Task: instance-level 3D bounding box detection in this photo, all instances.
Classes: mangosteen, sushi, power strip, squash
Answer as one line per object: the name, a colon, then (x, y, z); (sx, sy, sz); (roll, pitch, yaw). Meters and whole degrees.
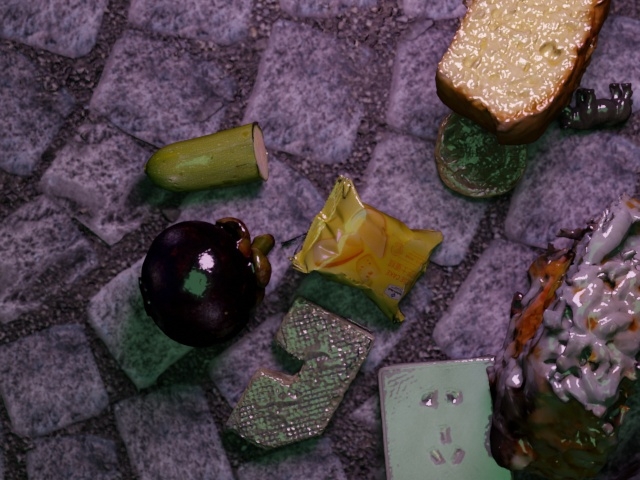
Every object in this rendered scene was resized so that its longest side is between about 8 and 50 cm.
mangosteen: (-0.159, 0.056, 1.520); (0.230, 0.194, 0.194); (-20, 92, -22)
sushi: (0.362, 0.124, 1.373); (0.175, 0.417, 0.418); (25, 94, 4)
power strip: (0.194, 0.290, 1.556); (0.198, 0.064, 0.213); (-5, 79, 6)
squash: (-0.179, -0.121, 1.551); (0.188, 0.095, 0.095); (-10, 92, 9)

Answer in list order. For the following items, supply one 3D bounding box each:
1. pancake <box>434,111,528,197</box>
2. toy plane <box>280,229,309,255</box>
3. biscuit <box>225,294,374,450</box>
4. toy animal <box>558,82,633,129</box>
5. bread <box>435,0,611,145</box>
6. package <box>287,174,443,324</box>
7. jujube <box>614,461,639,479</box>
pancake: (0.250, -0.140, 1.551); (0.151, 0.025, 0.152); (0, 93, 5)
toy plane: (0.000, 0.000, 1.572); (0.120, 0.031, 0.049); (-24, 83, 7)
biscuit: (-0.034, 0.220, 1.576); (0.147, 0.046, 0.250); (30, 94, 1)
toy animal: (0.406, -0.201, 1.527); (0.135, 0.047, 0.065); (-7, 101, -2)
bread: (0.290, -0.272, 1.456); (0.194, 0.179, 0.340); (25, 71, 11)
package: (0.073, 0.017, 1.522); (0.226, 0.090, 0.168); (27, 94, -23)
jujube: (0.512, 0.471, 1.456); (0.215, 0.246, 0.308); (-21, 107, 39)
